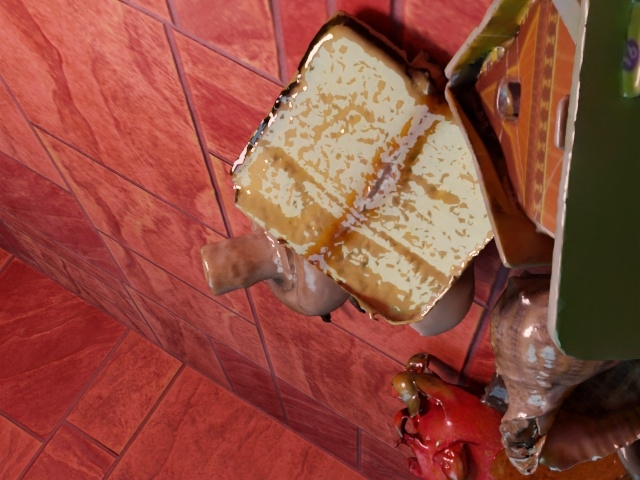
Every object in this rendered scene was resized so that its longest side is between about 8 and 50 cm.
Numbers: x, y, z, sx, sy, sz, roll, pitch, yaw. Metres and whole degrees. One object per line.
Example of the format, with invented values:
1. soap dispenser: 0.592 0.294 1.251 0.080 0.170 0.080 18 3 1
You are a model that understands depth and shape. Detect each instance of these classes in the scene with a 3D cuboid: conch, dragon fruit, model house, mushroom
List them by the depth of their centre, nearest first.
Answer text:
1. model house: 0.232 -0.138 0.599 0.300 0.340 0.323 -2 -164 -12
2. conch: 0.281 0.122 1.088 0.210 0.159 0.291 3 132 -16
3. mushroom: -0.046 -0.005 1.280 0.209 0.207 0.206 14 166 -13
4. dragon fruit: 0.232 0.337 1.605 0.307 0.243 0.227 12 -170 40

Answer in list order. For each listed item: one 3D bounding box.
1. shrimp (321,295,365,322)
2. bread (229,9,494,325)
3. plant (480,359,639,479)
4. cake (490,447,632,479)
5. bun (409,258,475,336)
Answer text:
1. shrimp: 0.009 0.088 1.656 0.150 0.051 0.217 16 151 28
2. bread: 0.062 -0.067 0.965 0.263 0.198 0.236 36 156 1
3. plant: 0.346 0.199 1.215 0.274 0.147 0.149 27 179 15
4. cake: 0.413 0.377 1.382 0.293 0.199 0.196 39 -170 -27
5. bun: 0.125 0.025 1.171 0.173 0.120 0.173 51 -172 -11
